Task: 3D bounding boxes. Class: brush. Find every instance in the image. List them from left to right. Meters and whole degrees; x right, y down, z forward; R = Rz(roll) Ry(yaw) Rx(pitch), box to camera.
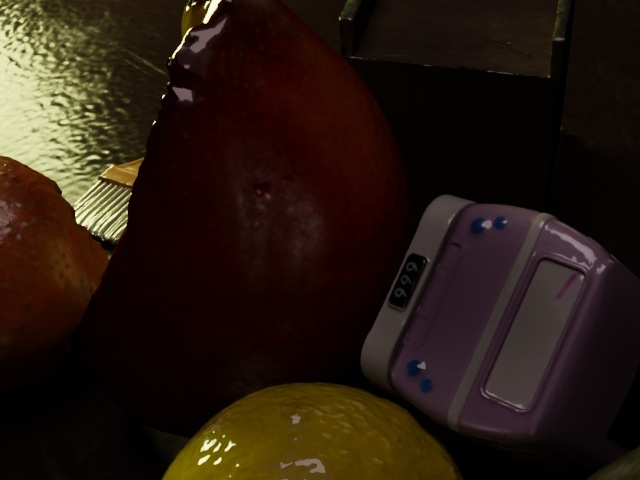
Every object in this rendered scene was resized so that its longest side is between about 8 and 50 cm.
[{"bbox_3d":[-0.118,-0.100,1.220,0.090,0.017,0.314,18,48,30],"label":"brush"}]

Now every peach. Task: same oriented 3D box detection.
[{"bbox_3d":[-0.033,-0.009,0.869,0.201,0.361,0.257,20,47,-3],"label":"peach"}]

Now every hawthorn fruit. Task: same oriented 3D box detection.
[{"bbox_3d":[-0.265,0.038,0.981,0.200,0.179,0.179,-34,45,-10],"label":"hawthorn fruit"}]

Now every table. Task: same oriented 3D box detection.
[{"bbox_3d":[0.115,-0.130,1.044,0.169,0.193,0.172,7,41,12],"label":"table"}]

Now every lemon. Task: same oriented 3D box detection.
[{"bbox_3d":[-0.007,0.180,0.741,0.192,0.192,0.231,7,49,20],"label":"lemon"}]

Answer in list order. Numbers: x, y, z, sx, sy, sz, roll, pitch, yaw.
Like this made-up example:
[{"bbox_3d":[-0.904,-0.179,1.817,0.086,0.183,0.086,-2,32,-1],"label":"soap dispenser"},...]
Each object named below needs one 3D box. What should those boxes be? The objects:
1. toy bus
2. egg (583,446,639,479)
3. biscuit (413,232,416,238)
[{"bbox_3d":[0.136,0.070,0.810,0.142,0.202,0.142,19,83,37],"label":"toy bus"},{"bbox_3d":[0.210,0.207,0.629,0.290,0.238,0.238,-18,38,18],"label":"egg"},{"bbox_3d":[0.000,0.001,1.076,0.203,0.016,0.144,-19,41,-7],"label":"biscuit"}]
